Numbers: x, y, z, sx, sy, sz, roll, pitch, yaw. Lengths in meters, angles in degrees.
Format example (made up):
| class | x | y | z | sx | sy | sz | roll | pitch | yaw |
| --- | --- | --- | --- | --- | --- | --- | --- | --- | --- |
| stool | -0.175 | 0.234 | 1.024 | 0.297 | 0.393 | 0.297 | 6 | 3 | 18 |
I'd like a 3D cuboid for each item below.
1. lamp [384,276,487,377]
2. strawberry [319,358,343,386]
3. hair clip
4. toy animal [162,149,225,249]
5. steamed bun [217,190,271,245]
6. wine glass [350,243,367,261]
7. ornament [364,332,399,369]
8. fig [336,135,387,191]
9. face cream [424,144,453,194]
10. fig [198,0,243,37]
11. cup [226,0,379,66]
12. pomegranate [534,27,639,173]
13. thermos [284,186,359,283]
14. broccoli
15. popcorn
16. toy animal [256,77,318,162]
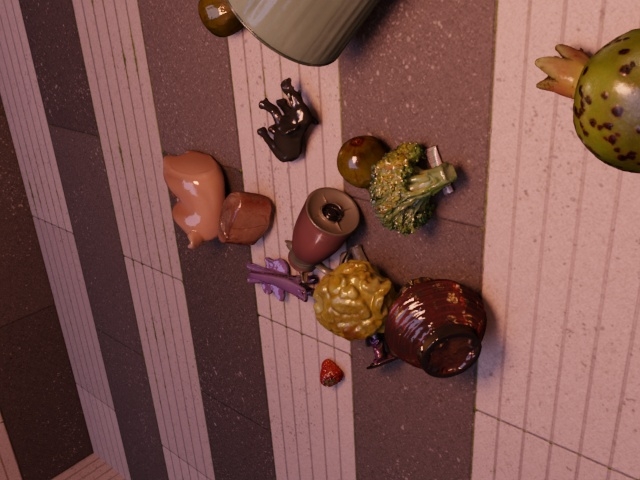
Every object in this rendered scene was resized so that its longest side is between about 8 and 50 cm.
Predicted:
| class | x | y | z | sx | sy | sz | roll | pitch | yaw |
| --- | --- | --- | --- | --- | --- | --- | --- | --- | --- |
| lamp | 0.263 | 0.192 | 1.456 | 0.247 | 0.247 | 0.247 | 21 | 124 | 36 |
| strawberry | 0.031 | 0.399 | 1.908 | 0.073 | 0.073 | 0.083 | 121 | 149 | -43 |
| hair clip | -0.109 | 0.128 | 1.889 | 0.278 | 0.090 | 0.137 | 18 | 119 | 43 |
| toy animal | -0.384 | -0.129 | 1.945 | 0.213 | 0.195 | 0.256 | 24 | 128 | 44 |
| steamed bun | -0.222 | -0.067 | 1.851 | 0.106 | 0.145 | 0.175 | 52 | 128 | 38 |
| wine glass | 0.109 | 0.052 | 1.668 | 0.042 | 0.039 | 0.083 | -12 | 98 | 58 |
| ornament | 0.135 | 0.249 | 1.724 | 0.081 | 0.088 | 0.203 | 114 | 134 | -67 |
| fig | 0.124 | -0.145 | 1.525 | 0.124 | 0.124 | 0.236 | 8 | 139 | 42 |
| face cream | 0.267 | -0.158 | 1.418 | 0.038 | 0.020 | 0.115 | -23 | 92 | 52 |
| fig | -0.224 | -0.610 | 1.620 | 0.185 | 0.133 | 0.126 | -35 | 64 | 10 |
| cup | -0.009 | -0.616 | 1.256 | 0.392 | 0.310 | 0.401 | -39 | 83 | 42 |
| pomegranate | 0.503 | -0.226 | 1.042 | 0.286 | 0.231 | 0.231 | -147 | 43 | -68 |
| thermos | 0.000 | 0.000 | 1.681 | 0.176 | 0.146 | 0.265 | 39 | 143 | 7 |
| broccoli | 0.213 | -0.124 | 1.398 | 0.194 | 0.194 | 0.219 | -27 | 61 | 48 |
| popcorn | 0.096 | 0.159 | 1.589 | 0.235 | 0.181 | 0.216 | -11 | 112 | 33 |
| toy animal | -0.082 | -0.306 | 1.633 | 0.146 | 0.114 | 0.245 | 50 | 158 | 23 |
